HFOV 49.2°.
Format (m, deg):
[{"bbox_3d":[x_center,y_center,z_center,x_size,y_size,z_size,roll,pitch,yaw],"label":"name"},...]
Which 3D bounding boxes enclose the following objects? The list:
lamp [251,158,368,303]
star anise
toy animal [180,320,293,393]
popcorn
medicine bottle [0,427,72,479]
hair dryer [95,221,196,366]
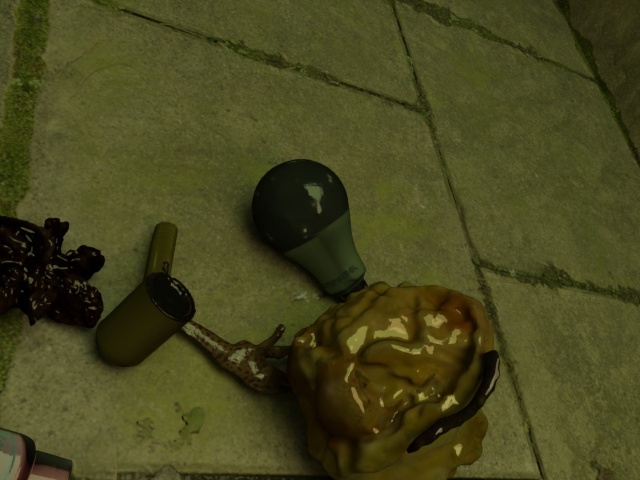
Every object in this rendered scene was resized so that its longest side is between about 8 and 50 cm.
[{"bbox_3d":[-0.018,0.002,1.314,0.182,0.182,0.313,-21,97,-44],"label":"lamp"},{"bbox_3d":[-0.411,0.042,0.999,0.220,0.126,0.190,7,58,-36],"label":"star anise"},{"bbox_3d":[-0.132,0.178,1.149,0.275,0.054,0.149,15,48,-26],"label":"toy animal"},{"bbox_3d":[0.132,0.227,1.079,0.349,0.382,0.349,8,74,-28],"label":"popcorn"},{"bbox_3d":[-0.400,0.275,0.825,0.188,0.119,0.094,24,51,-20],"label":"medicine bottle"},{"bbox_3d":[-0.266,0.067,1.104,0.090,0.135,0.278,38,24,-26],"label":"hair dryer"}]
